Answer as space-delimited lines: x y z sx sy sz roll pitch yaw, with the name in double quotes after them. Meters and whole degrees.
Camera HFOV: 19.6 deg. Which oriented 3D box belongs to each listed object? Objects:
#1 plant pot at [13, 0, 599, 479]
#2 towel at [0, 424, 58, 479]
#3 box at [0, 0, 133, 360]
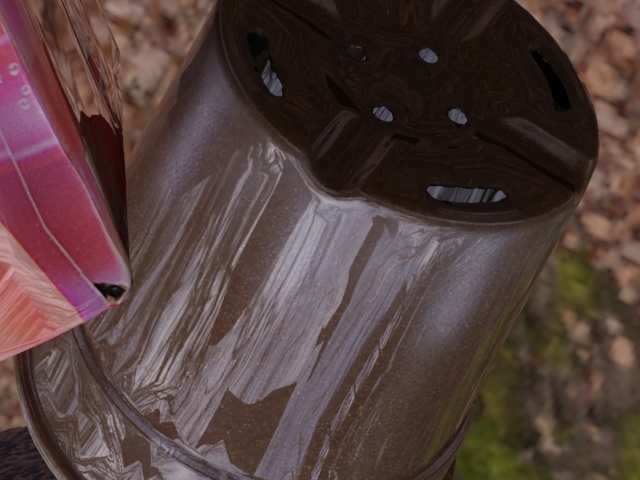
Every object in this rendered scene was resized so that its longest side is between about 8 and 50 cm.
0.000 0.000 0.606 0.167 0.167 0.165 28 132 0 "plant pot"
-0.165 0.156 0.910 0.308 0.076 0.227 -15 -169 -10 "towel"
-0.140 -0.057 0.450 0.300 0.154 0.142 -111 -2 -74 "box"
